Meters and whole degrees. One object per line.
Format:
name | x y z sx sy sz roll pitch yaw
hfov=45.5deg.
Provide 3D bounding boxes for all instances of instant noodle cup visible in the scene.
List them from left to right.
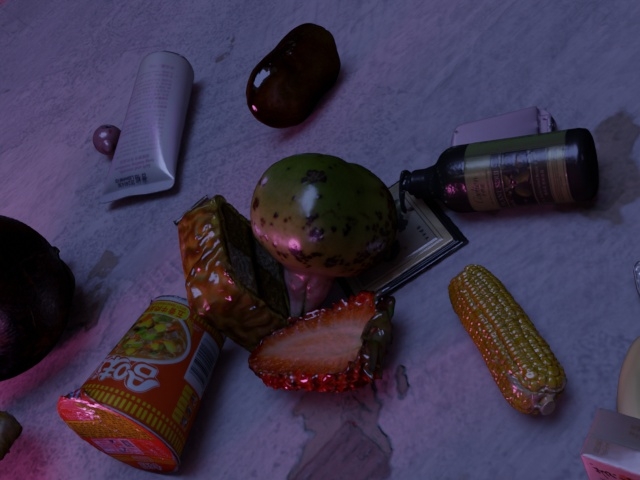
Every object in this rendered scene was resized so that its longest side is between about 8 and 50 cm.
instant noodle cup | -0.242 0.197 1.110 0.193 0.193 0.212 -1 46 32

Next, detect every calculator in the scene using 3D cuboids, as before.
calculator | 0.275 -0.153 1.176 0.175 0.032 0.100 -11 48 26

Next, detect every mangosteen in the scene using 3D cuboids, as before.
mangosteen | -0.592 0.094 1.332 0.330 0.330 0.330 -18 46 19

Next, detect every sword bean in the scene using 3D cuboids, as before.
sword bean | -0.245 -0.058 1.444 0.083 0.012 0.012 -40 43 -3

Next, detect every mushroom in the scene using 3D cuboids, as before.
mushroom | -0.085 -0.309 1.497 0.227 0.148 0.217 -45 24 -22

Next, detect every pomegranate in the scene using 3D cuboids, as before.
pomegranate | 0.000 0.000 1.108 0.214 0.214 0.247 15 98 40

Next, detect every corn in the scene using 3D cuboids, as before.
corn | 0.226 0.117 0.940 0.080 0.080 0.238 -30 41 7

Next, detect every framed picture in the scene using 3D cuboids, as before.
framed picture | 0.101 -0.003 1.174 0.199 0.010 0.195 -34 44 3

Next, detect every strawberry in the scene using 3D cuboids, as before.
strawberry | 0.014 0.148 1.054 0.208 0.087 0.167 -9 40 38

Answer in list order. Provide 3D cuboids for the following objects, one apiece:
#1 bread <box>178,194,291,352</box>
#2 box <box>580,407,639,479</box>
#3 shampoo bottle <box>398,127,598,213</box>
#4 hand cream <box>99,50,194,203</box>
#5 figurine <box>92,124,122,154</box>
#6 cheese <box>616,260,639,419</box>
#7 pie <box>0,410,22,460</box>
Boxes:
bread | -0.133 0.049 1.156 0.096 0.181 0.222 -35 42 17
box | 0.357 0.239 0.707 0.201 0.141 0.058 13 57 38
shampoo bottle | 0.244 -0.093 1.095 0.284 0.101 0.101 -5 52 30
hand cream | -0.351 -0.239 1.612 0.186 0.118 0.358 -8 57 23
figurine | -0.466 -0.220 1.684 0.083 0.071 0.067 -97 27 -51
cheese | 0.386 0.122 0.853 0.127 0.054 0.251 -11 48 20
pie | -0.584 0.372 1.153 0.315 0.092 0.315 -38 12 9
